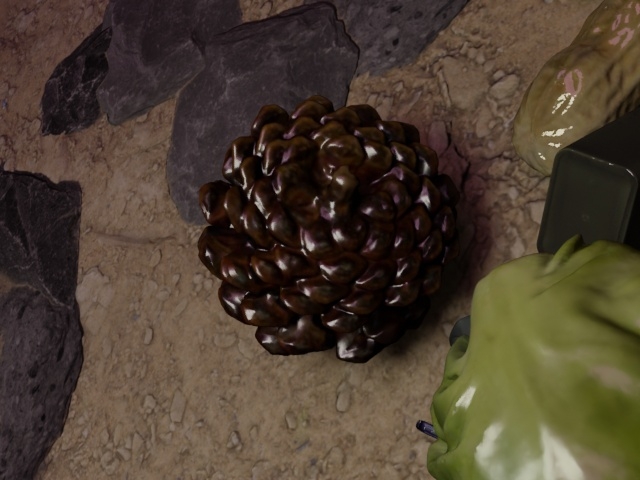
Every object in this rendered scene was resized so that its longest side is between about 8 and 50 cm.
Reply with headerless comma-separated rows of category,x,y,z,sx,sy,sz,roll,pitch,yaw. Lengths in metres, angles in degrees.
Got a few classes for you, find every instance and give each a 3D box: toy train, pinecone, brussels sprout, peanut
toy train,0.171,0.282,1.105,0.083,0.017,0.017,17,80,40
pinecone,0.000,0.000,1.151,0.397,0.397,0.398,-15,62,30
brussels sprout,0.324,0.233,0.733,0.342,0.425,0.361,-58,19,27
peanut,0.399,-0.235,1.092,0.313,0.152,0.152,-49,51,5

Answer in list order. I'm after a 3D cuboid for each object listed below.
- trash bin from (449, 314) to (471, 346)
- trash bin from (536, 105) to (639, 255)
trash bin,0.287,0.137,0.988,0.236,0.176,0.101,-24,57,20
trash bin,0.387,-0.065,0.930,0.122,0.240,0.164,30,129,39
